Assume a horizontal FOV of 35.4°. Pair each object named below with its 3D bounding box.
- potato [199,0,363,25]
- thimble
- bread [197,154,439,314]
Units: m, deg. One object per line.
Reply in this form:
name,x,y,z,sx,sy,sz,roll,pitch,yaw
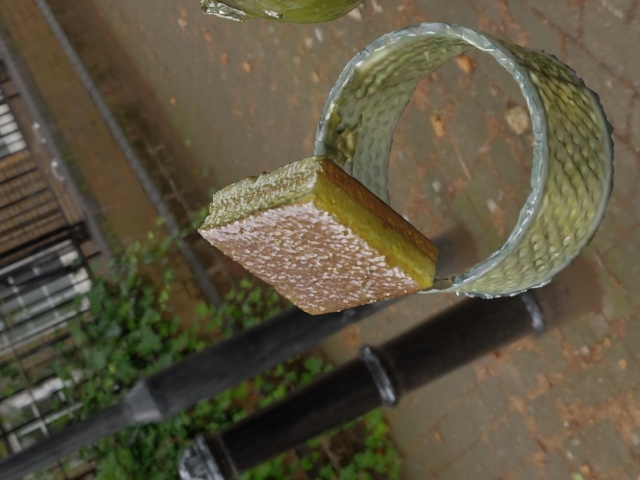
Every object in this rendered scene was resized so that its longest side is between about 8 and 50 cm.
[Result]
potato,-0.048,-0.219,0.559,0.197,0.148,0.228,-22,124,40
thimble,0.136,-0.073,0.990,0.271,0.150,0.271,-2,87,38
bread,0.000,0.000,0.529,0.090,0.035,0.094,-16,138,43
